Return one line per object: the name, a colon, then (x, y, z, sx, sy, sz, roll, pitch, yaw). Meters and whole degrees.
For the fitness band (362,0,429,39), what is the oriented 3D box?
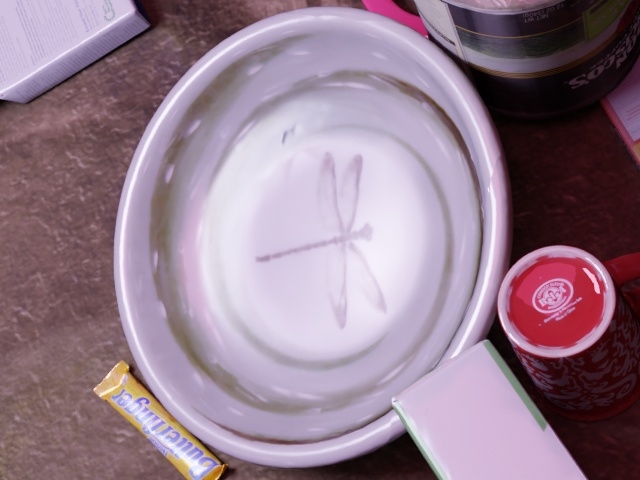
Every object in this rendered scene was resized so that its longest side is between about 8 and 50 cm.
fitness band: (0.126, -0.319, 1.452, 0.209, 0.054, 0.291, -6, 70, 14)

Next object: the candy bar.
candy bar: (-0.145, 0.174, 1.383, 0.161, 0.018, 0.040, 40, 87, 27)

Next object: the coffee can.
coffee can: (0.167, -0.234, 1.236, 0.201, 0.275, 0.201, -3, 77, 12)

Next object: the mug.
mug: (0.211, 0.057, 1.219, 0.113, 0.169, 0.150, 22, 80, 25)

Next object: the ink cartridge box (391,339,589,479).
ink cartridge box: (0.152, 0.191, 1.165, 0.092, 0.219, 0.160, -34, 65, 1)

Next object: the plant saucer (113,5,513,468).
plant saucer: (0.000, 0.000, 1.321, 0.400, 0.100, 0.400, -6, 78, 31)

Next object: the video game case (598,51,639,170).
video game case: (0.371, -0.106, 1.303, 0.204, 0.025, 0.285, -29, 64, 7)

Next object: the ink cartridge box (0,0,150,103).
ink cartridge box: (-0.313, -0.259, 1.581, 0.224, 0.045, 0.223, -28, 64, 9)
